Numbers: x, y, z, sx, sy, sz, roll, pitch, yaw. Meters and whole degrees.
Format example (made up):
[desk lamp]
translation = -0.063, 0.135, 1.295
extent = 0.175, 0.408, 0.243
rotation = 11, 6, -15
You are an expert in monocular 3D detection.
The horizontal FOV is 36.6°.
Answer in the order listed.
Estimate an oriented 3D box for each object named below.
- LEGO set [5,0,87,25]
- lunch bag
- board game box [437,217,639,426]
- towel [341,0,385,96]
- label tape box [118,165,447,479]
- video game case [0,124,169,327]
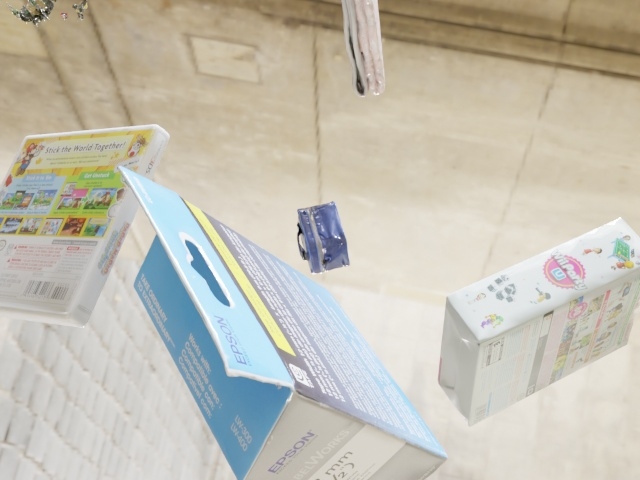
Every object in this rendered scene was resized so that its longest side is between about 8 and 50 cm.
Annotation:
[LEGO set]
translation = -0.281, -0.237, 1.001
extent = 0.023, 0.083, 0.054
rotation = 92, 18, -58
[lunch bag]
translation = 0.000, 0.000, 1.341
extent = 0.067, 0.065, 0.098
rotation = 81, -4, -47
[board game box]
translation = 0.329, 0.122, 1.429
extent = 0.097, 0.303, 0.224
rotation = 56, -20, 36
[towel]
translation = 0.048, -0.427, 1.422
extent = 0.332, 0.053, 0.317
rotation = 74, 12, -62
[label tape box]
translation = -0.057, 0.107, 0.886
extent = 0.115, 0.249, 0.347
rotation = -45, 141, 11
[video game case]
translation = -0.267, -0.018, 0.963
extent = 0.026, 0.227, 0.206
rotation = 40, 62, -42
